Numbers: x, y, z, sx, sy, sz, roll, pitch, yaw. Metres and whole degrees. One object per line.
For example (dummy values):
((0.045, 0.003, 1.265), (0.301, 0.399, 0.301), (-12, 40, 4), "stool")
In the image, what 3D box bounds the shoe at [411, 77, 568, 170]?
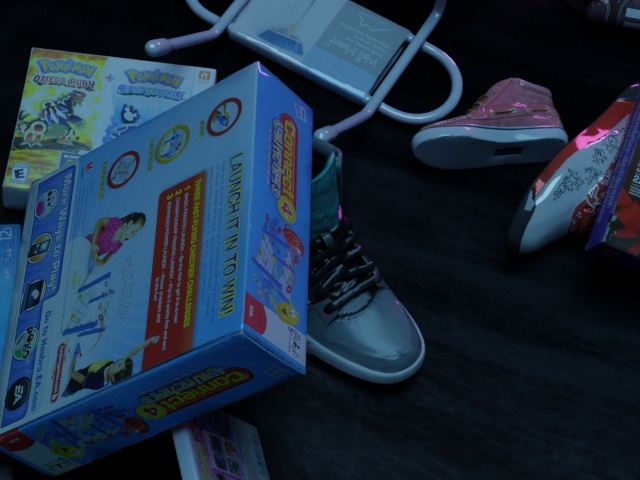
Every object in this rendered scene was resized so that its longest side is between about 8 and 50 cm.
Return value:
((0.178, -0.128, 1.802), (0.178, 0.063, 0.081), (-3, 57, -14), "shoe")

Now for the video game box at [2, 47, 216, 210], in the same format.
((-0.219, -0.110, 1.754), (0.205, 0.048, 0.187), (6, 55, -3), "video game box")

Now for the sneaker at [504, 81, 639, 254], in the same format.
((0.323, -0.051, 1.751), (0.145, 0.090, 0.270), (36, 59, 18), "sneaker")

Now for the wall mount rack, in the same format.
((-0.020, -0.224, 1.797), (0.350, 0.130, 0.304), (28, 60, 12), "wall mount rack")

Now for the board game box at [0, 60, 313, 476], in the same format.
((-0.152, 0.028, 1.526), (0.302, 0.086, 0.308), (-24, 46, 30), "board game box")

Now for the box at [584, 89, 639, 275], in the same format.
((0.440, -0.028, 1.703), (0.293, 0.057, 0.201), (22, 75, -7), "box")

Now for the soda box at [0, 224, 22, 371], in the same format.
((-0.326, 0.089, 1.605), (0.071, 0.067, 0.210), (-1, 58, -6), "soda box")

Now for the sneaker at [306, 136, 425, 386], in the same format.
((0.000, 0.000, 1.631), (0.124, 0.178, 0.295), (-38, 69, -25), "sneaker")

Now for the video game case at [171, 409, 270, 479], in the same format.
((-0.084, 0.225, 1.514), (0.019, 0.143, 0.157), (-27, 59, 19), "video game case")

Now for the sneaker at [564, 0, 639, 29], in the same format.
((0.344, -0.367, 1.944), (0.162, 0.106, 0.281), (3, 59, -1), "sneaker")
